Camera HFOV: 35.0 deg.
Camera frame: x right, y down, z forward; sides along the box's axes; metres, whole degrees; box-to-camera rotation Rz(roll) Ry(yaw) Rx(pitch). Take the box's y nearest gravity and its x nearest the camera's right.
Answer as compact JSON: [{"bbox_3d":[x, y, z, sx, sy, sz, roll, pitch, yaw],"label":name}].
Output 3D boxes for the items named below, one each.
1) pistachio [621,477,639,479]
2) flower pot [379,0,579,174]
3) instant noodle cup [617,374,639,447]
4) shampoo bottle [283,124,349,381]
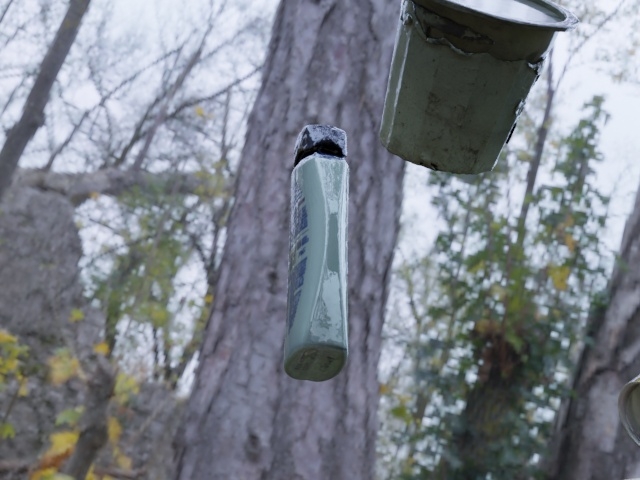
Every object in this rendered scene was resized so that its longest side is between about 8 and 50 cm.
[{"bbox_3d":[0.227,0.220,0.502,0.299,0.187,0.187,8,-25,37],"label":"pistachio"},{"bbox_3d":[0.167,-0.189,1.160,0.212,0.212,0.202,15,-66,8],"label":"flower pot"},{"bbox_3d":[0.508,0.235,1.443,0.151,0.122,0.151,40,-39,42],"label":"instant noodle cup"},{"bbox_3d":[0.000,0.000,1.360,0.078,0.359,0.134,9,-33,-11],"label":"shampoo bottle"}]
